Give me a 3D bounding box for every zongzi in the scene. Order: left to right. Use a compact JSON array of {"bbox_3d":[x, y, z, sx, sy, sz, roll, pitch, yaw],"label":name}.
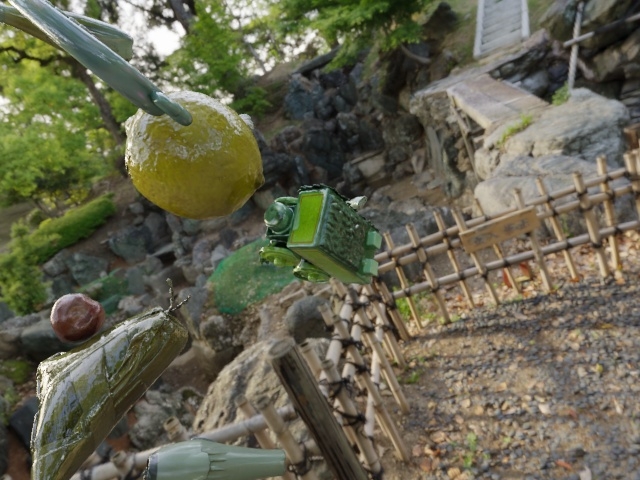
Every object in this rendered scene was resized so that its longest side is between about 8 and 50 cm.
[{"bbox_3d":[-0.511,0.404,1.239,0.499,0.218,0.467,-30,40,-8],"label":"zongzi"}]

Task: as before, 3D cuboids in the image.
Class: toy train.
[{"bbox_3d":[0.000,0.000,0.975,0.188,0.271,0.159,-2,65,35],"label":"toy train"}]

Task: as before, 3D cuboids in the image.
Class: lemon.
[{"bbox_3d":[-0.251,-0.165,0.915,0.267,0.267,0.267,-22,16,7],"label":"lemon"}]

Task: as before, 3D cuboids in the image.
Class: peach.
[{"bbox_3d":[-0.745,0.241,1.393,0.152,0.152,0.152,-22,16,7],"label":"peach"}]

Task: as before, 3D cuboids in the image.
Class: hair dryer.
[{"bbox_3d":[-0.167,0.391,0.788,0.218,0.088,0.225,-1,-28,-2],"label":"hair dryer"},{"bbox_3d":[0.064,-0.091,1.887,0.237,0.075,0.206,-41,10,-33],"label":"hair dryer"}]

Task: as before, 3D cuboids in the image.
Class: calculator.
[{"bbox_3d":[-0.312,-0.256,0.655,0.041,0.298,0.185,-52,-2,1],"label":"calculator"}]

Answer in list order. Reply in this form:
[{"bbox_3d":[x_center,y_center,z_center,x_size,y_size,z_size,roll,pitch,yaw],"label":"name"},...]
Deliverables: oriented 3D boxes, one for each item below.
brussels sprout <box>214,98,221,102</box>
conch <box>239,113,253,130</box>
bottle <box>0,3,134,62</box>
[{"bbox_3d":[-0.488,-0.519,1.917,0.181,0.139,0.101,-18,44,29],"label":"brussels sprout"},{"bbox_3d":[-0.369,-0.350,1.432,0.324,0.186,0.263,-36,40,-16],"label":"conch"},{"bbox_3d":[-0.524,-0.422,0.927,0.269,0.083,0.083,1,-3,-39],"label":"bottle"}]
